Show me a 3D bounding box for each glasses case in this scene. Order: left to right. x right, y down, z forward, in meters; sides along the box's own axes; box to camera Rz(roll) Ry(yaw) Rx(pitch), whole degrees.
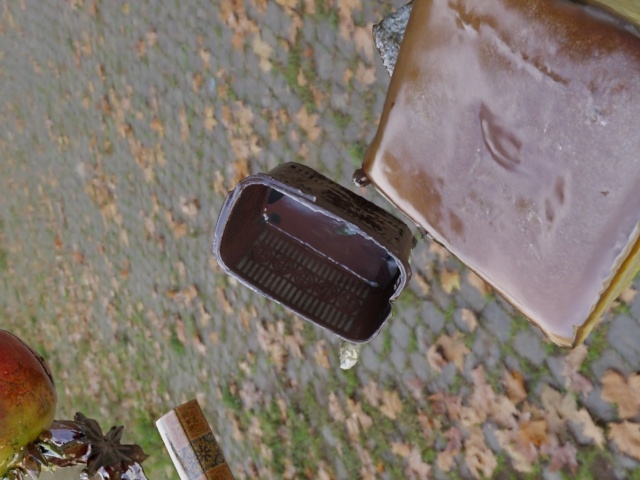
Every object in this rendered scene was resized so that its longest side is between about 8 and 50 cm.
[{"bbox_3d":[-0.164,0.344,1.190,0.218,0.049,0.075,61,142,13],"label":"glasses case"}]

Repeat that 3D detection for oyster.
[{"bbox_3d":[0.067,0.152,1.426,0.081,0.191,0.163,14,140,10],"label":"oyster"}]

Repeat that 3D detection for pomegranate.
[{"bbox_3d":[-0.427,0.217,1.031,0.235,0.210,0.210,45,148,4],"label":"pomegranate"}]

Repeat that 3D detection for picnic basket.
[{"bbox_3d":[0.000,0.000,1.249,0.297,0.129,0.222,29,131,4],"label":"picnic basket"}]

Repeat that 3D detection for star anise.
[{"bbox_3d":[-0.482,0.467,1.804,0.088,0.288,0.288,-59,40,6],"label":"star anise"}]

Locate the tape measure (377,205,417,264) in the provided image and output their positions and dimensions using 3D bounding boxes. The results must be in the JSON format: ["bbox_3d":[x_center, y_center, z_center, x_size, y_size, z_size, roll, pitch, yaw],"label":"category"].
[{"bbox_3d":[0.058,0.014,1.565,0.207,0.235,0.115,-26,55,34],"label":"tape measure"}]

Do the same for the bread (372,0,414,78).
[{"bbox_3d":[0.291,-0.387,1.376,0.416,0.113,0.165,-29,91,21],"label":"bread"}]

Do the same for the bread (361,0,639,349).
[{"bbox_3d":[0.212,-0.111,0.827,0.323,0.143,0.333,42,137,29],"label":"bread"}]

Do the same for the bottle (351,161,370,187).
[{"bbox_3d":[0.111,-0.140,1.686,0.063,0.101,0.047,47,159,48],"label":"bottle"}]
